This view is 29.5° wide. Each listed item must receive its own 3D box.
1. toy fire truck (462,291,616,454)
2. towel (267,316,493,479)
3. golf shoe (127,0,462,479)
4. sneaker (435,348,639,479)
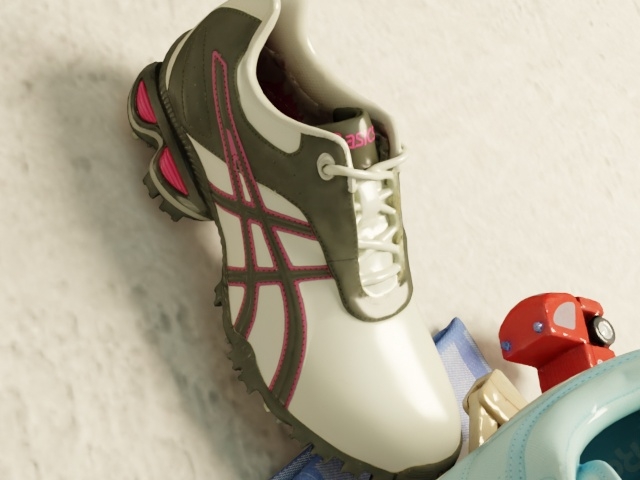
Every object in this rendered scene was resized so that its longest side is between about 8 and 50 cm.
[{"bbox_3d":[0.125,0.112,0.698,0.135,0.047,0.192,15,54,-35],"label":"toy fire truck"},{"bbox_3d":[0.106,0.203,0.681,0.209,0.034,0.285,-34,91,-47],"label":"towel"},{"bbox_3d":[0.000,0.000,0.623,0.105,0.120,0.272,-24,80,-46],"label":"golf shoe"},{"bbox_3d":[0.074,0.153,0.514,0.135,0.150,0.366,45,60,6],"label":"sneaker"}]
